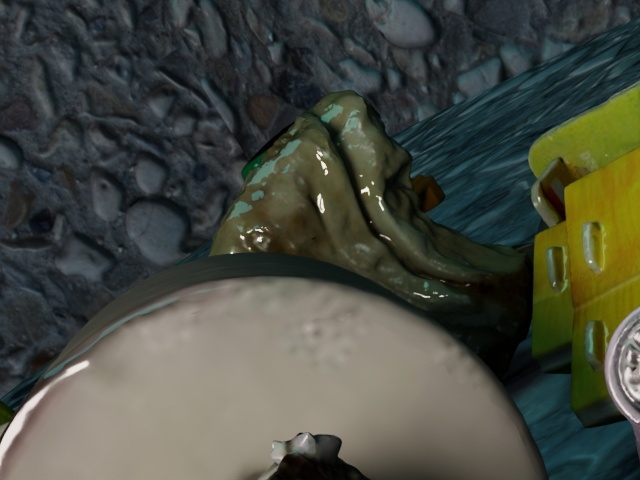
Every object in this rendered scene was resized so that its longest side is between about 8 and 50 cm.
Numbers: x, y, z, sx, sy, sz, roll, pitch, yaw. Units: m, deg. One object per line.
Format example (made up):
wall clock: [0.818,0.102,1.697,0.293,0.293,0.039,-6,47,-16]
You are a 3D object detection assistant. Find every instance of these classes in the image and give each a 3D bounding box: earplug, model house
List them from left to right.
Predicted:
earplug: [-0.044,0.158,1.219,0.313,0.312,0.394,-33,7,-2]
model house: [0.213,-0.029,1.283,0.300,0.340,0.323,-29,12,37]

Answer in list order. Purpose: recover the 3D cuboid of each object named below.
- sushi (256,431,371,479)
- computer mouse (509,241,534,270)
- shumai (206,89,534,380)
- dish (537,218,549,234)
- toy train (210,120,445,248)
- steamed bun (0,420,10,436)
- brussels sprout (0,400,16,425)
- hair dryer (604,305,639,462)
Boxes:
sushi: [0.009,0.220,0.855,0.234,0.208,0.348,-63,-1,23]
computer mouse: [0.106,0.085,1.979,0.158,0.072,0.310,-27,10,49]
shumai: [0.046,0.062,1.740,0.304,0.263,0.309,-55,-17,-33]
dish: [0.316,-0.061,1.916,0.316,0.106,0.316,-31,7,4]
toy train: [0.000,0.000,2.259,0.178,0.249,0.429,-28,9,31]
steamed bun: [-0.203,0.258,1.676,0.283,0.177,0.283,-18,24,8]
brussels sprout: [-0.397,0.290,1.885,0.344,0.344,0.268,-34,-30,-13]
hair dryer: [0.318,0.060,0.958,0.361,0.121,0.301,-15,-19,17]
